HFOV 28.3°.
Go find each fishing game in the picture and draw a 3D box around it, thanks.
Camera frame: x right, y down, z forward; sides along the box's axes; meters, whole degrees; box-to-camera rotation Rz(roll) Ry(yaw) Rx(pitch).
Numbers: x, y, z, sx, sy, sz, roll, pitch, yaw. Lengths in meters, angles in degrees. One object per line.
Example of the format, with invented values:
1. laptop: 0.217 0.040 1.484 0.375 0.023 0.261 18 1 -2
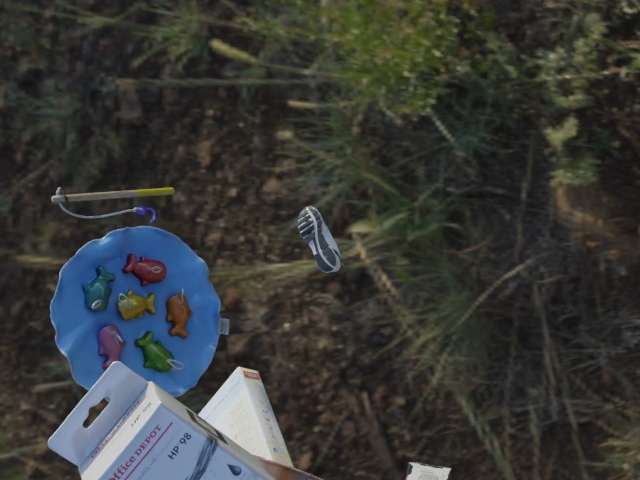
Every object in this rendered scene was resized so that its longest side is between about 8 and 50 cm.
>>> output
1. fishing game: -0.172 0.075 1.247 0.041 0.189 0.264 -15 79 53

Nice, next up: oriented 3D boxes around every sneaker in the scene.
1. sneaker: 0.000 0.000 1.862 0.040 0.044 0.109 -26 73 18

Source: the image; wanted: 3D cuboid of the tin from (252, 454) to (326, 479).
1. tin: 0.005 0.281 1.380 0.106 0.190 0.040 -29 39 68

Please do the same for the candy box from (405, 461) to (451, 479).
1. candy box: 0.143 0.461 1.867 0.071 0.233 0.159 7 117 7

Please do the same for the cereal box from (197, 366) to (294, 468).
1. cereal box: -0.124 0.339 1.948 0.173 0.047 0.240 -50 42 27

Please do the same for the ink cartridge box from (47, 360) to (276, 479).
1. ink cartridge box: -0.139 0.201 1.119 0.104 0.180 0.060 -51 22 0
